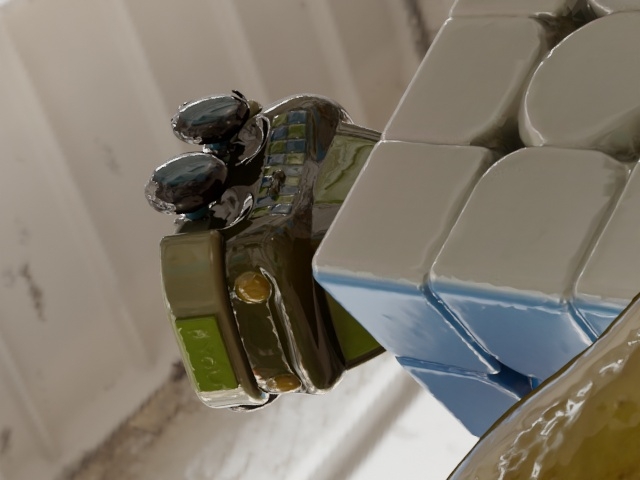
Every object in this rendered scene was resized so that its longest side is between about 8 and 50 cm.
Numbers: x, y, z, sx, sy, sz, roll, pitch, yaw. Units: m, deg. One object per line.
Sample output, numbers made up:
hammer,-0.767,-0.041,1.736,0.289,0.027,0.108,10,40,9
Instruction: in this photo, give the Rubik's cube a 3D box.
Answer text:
Rubik's cube,0.227,-0.005,0.927,0.292,0.290,0.291,45,-116,-37

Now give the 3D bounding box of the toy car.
toy car,0.000,0.000,1.130,0.248,0.198,0.204,-79,-21,-55

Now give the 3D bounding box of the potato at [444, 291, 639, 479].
potato,0.140,0.081,0.448,0.300,0.173,0.140,-41,-50,3
